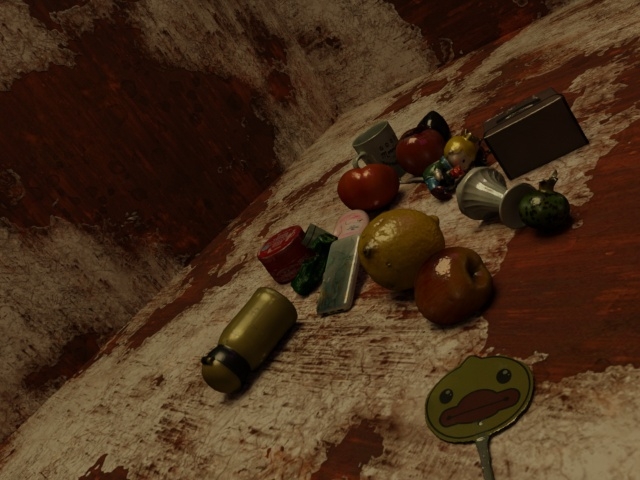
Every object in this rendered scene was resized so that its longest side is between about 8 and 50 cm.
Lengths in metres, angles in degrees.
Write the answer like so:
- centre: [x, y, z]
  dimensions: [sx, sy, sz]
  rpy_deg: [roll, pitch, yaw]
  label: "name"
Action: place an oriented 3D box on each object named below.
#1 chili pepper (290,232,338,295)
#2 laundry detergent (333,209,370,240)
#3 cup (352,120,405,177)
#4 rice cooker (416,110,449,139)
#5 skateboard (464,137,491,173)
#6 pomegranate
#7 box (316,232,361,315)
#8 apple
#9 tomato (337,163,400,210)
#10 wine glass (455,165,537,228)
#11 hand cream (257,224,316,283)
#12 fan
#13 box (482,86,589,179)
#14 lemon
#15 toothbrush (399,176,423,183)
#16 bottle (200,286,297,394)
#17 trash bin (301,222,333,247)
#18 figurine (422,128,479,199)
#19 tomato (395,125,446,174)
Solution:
- centre: [-0.018, 0.088, 1.927]
  dimensions: [0.083, 0.099, 0.253]
  rpy_deg: [37, 104, 36]
  label: "chili pepper"
- centre: [0.112, -0.007, 2.001]
  dimensions: [0.159, 0.088, 0.335]
  rpy_deg: [-28, 21, 19]
  label: "laundry detergent"
- centre: [0.255, -0.362, 2.368]
  dimensions: [0.258, 0.234, 0.186]
  rpy_deg: [-44, 20, -25]
  label: "cup"
- centre: [0.506, -0.499, 2.407]
  dimensions: [0.118, 0.142, 0.203]
  rpy_deg: [-37, 14, 40]
  label: "rice cooker"
- centre: [0.569, -0.300, 1.954]
  dimensions: [0.080, 0.067, 0.151]
  rpy_deg: [-31, 21, 45]
  label: "skateboard"
- centre: [0.564, -0.098, 1.340]
  dimensions: [0.122, 0.161, 0.122]
  rpy_deg: [3, 15, -1]
  label: "pomegranate"
- centre: [0.067, 0.109, 1.757]
  dimensions: [0.142, 0.044, 0.285]
  rpy_deg: [-18, 46, 40]
  label: "box"
- centre: [0.316, 0.107, 1.309]
  dimensions: [0.195, 0.160, 0.173]
  rpy_deg: [-46, -2, -43]
  label: "apple"
- centre: [0.191, -0.209, 2.164]
  dimensions: [0.259, 0.180, 0.260]
  rpy_deg: [-14, -8, -2]
  label: "tomato"
- centre: [0.496, -0.114, 1.496]
  dimensions: [0.165, 0.165, 0.196]
  rpy_deg: [-37, 26, -3]
  label: "wine glass"
- centre: [-0.133, 0.058, 2.187]
  dimensions: [0.230, 0.149, 0.230]
  rpy_deg: [-30, 18, 11]
  label: "hand cream"
- centre: [0.300, 0.322, 1.007]
  dimensions: [0.229, 0.011, 0.335]
  rpy_deg: [-29, 20, 21]
  label: "fan"
- centre: [0.667, -0.340, 1.683]
  dimensions: [0.252, 0.188, 0.153]
  rpy_deg: [-30, 22, 26]
  label: "box"
- centre: [0.235, 0.021, 1.508]
  dimensions: [0.253, 0.228, 0.228]
  rpy_deg: [-21, 18, -6]
  label: "lemon"
- centre: [0.380, -0.248, 2.205]
  dimensions: [0.021, 0.027, 0.269]
  rpy_deg: [-29, 17, -19]
  label: "toothbrush"
- centre: [-0.236, 0.326, 1.702]
  dimensions: [0.171, 0.171, 0.351]
  rpy_deg: [-11, 32, 51]
  label: "bottle"
- centre: [0.000, 0.000, 2.100]
  dimensions: [0.059, 0.130, 0.116]
  rpy_deg: [-60, 7, 30]
  label: "trash bin"
- centre: [0.471, -0.266, 1.877]
  dimensions: [0.234, 0.127, 0.185]
  rpy_deg: [-38, 26, 26]
  label: "figurine"
- centre: [0.411, -0.375, 2.201]
  dimensions: [0.208, 0.184, 0.208]
  rpy_deg: [-34, 18, 13]
  label: "tomato"
